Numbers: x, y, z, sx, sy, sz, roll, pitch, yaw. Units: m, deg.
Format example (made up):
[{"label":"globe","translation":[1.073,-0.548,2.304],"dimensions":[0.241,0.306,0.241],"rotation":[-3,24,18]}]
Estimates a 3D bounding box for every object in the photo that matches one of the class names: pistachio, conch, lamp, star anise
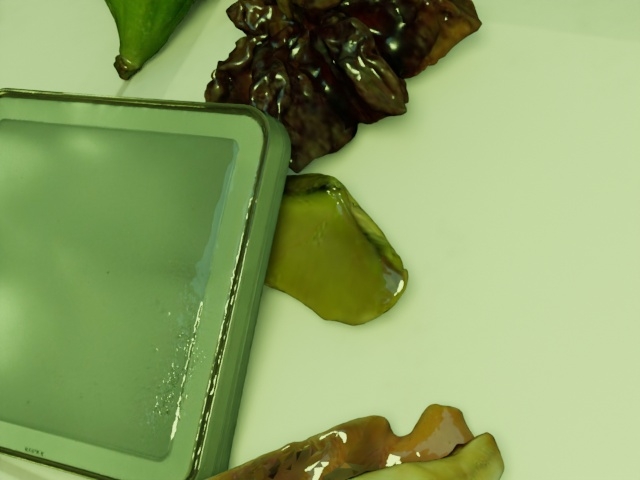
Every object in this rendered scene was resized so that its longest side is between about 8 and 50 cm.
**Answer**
[{"label":"pistachio","translation":[0.000,0.000,0.765],"dimensions":[0.173,0.049,0.089],"rotation":[29,96,32]},{"label":"conch","translation":[-0.003,0.199,0.618],"dimensions":[0.255,0.127,0.158],"rotation":[-21,20,-18]},{"label":"lamp","translation":[-0.163,0.027,0.766],"dimensions":[0.269,0.047,0.266],"rotation":[8,83,27]},{"label":"star anise","translation":[0.002,-0.154,0.814],"dimensions":[0.190,0.126,0.220],"rotation":[5,56,52]}]

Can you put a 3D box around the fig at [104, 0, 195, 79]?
[{"label":"fig","translation":[-0.133,-0.259,0.939],"dimensions":[0.203,0.203,0.235],"rotation":[1,99,23]}]
